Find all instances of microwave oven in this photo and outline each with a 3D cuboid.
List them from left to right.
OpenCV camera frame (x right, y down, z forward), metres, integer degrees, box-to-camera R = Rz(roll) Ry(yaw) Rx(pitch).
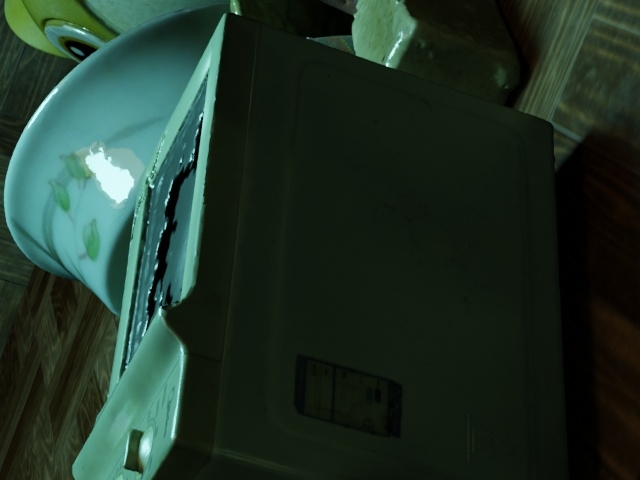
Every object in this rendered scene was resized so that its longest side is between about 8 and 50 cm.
[{"bbox_3d":[0.003,0.074,1.166,0.218,0.286,0.355,124,156,-45],"label":"microwave oven"}]

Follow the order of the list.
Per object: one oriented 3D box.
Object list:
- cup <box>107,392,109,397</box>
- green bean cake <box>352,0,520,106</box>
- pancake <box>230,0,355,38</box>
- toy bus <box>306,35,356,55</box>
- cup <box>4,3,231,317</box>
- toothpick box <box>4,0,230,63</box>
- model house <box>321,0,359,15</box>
[{"bbox_3d":[-0.097,0.138,1.689,0.148,0.134,0.236,-49,5,-36],"label":"cup"},{"bbox_3d":[0.092,-0.160,1.443,0.179,0.109,0.085,-102,33,-60],"label":"green bean cake"},{"bbox_3d":[-0.013,-0.177,1.612,0.050,0.242,0.242,-24,41,28],"label":"pancake"},{"bbox_3d":[0.045,-0.095,1.469,0.192,0.077,0.065,55,144,34],"label":"toy bus"},{"bbox_3d":[-0.113,-0.041,1.683,0.163,0.347,0.347,52,129,33],"label":"cup"},{"bbox_3d":[-0.157,-0.371,1.969,0.425,0.409,0.409,118,162,-49],"label":"toothpick box"},{"bbox_3d":[0.056,-0.250,1.606,0.167,0.088,0.117,-57,-9,-81],"label":"model house"}]
